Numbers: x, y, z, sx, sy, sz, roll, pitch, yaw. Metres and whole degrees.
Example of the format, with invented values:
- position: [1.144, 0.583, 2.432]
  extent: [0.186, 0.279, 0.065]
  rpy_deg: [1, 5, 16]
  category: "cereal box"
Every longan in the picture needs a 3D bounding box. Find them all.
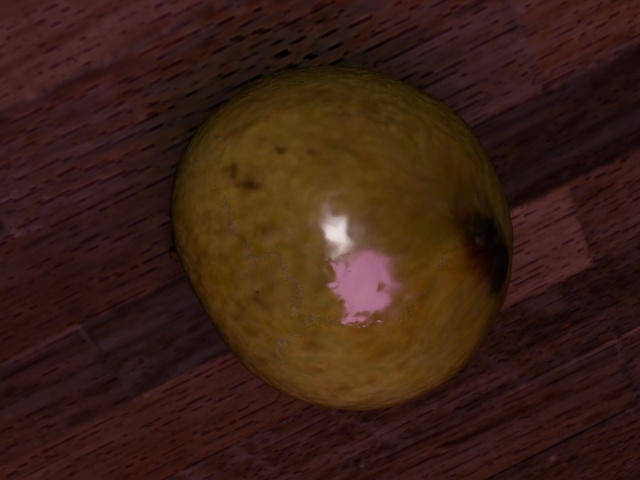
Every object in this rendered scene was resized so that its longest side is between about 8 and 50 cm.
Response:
- position: [0.000, 0.000, 0.620]
  extent: [0.176, 0.145, 0.154]
  rpy_deg: [0, 110, 29]
  category: "longan"
